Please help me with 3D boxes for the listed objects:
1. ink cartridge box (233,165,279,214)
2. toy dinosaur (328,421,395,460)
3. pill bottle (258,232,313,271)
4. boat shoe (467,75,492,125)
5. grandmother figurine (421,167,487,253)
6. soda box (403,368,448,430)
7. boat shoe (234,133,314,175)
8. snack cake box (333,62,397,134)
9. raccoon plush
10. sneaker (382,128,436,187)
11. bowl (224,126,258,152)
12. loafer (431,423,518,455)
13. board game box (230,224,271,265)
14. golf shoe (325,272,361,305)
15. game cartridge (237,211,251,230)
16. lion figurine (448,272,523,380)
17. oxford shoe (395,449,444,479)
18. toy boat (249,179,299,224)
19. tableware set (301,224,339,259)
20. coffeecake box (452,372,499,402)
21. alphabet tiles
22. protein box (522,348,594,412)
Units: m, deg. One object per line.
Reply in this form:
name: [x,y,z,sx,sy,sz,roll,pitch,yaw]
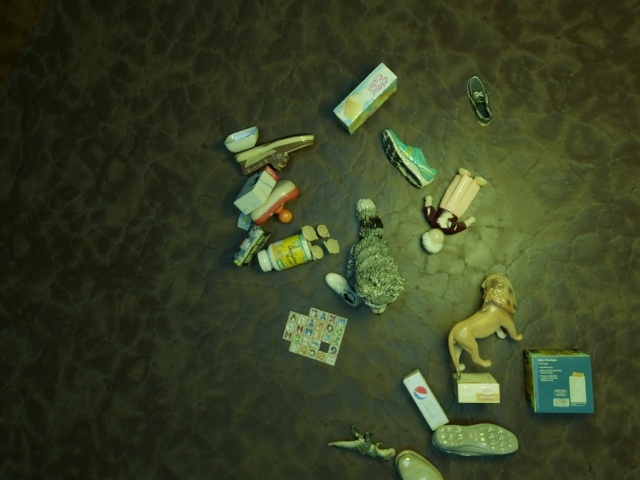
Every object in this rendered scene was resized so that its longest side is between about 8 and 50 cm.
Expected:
ink cartridge box: [-0.256,-0.202,1.962,0.127,0.175,0.072,-27,118,35]
toy dinosaur: [0.164,0.787,1.926,0.267,0.064,0.118,8,95,12]
pill bottle: [-0.141,0.054,1.981,0.208,0.117,0.118,-19,84,7]
boat shoe: [0.630,-0.556,1.922,0.075,0.065,0.206,-13,85,8]
grandmother figurine: [0.495,-0.108,1.905,0.207,0.104,0.343,29,89,18]
soda box: [0.404,0.611,1.893,0.073,0.069,0.216,-32,84,6]
boat shoe: [-0.180,-0.349,2.020,0.341,0.123,0.123,-16,106,7]
snack cake box: [0.180,-0.557,1.948,0.264,0.152,0.089,-44,82,5]
raccoon plush: [0.175,0.054,1.834,0.216,0.299,0.447,-21,84,3]
sneaker: [0.348,-0.334,1.952,0.110,0.107,0.275,-39,87,-15]
bowl: [-0.321,-0.415,2.036,0.141,0.142,0.053,-17,119,7]
loafer: [0.577,0.753,1.847,0.319,0.112,0.112,8,53,-2]
board game box: [-0.279,0.022,1.992,0.048,0.141,0.170,36,92,7]
golf shoe: [0.089,0.193,1.955,0.176,0.086,0.069,39,94,10]
game cartridge: [-0.316,-0.088,2.067,0.055,0.017,0.083,20,90,13]
lion figurine: [0.589,0.311,1.803,0.392,0.142,0.240,-36,105,-20]
oxford shoe: [0.424,0.970,1.830,0.140,0.146,0.397,-40,82,5]
toy boat: [-0.173,-0.134,2.002,0.231,0.151,0.151,-42,112,5]
tableware set: [0.000,0.000,1.959,0.020,0.168,0.141,-37,72,45]
coffeecake box: [0.569,0.541,1.811,0.142,0.185,0.068,-2,87,9]
alphabet tiles: [-0.029,0.380,2.002,0.237,0.009,0.199,16,90,9]
protein box: [0.864,0.509,1.793,0.199,0.136,0.201,-3,87,9]
